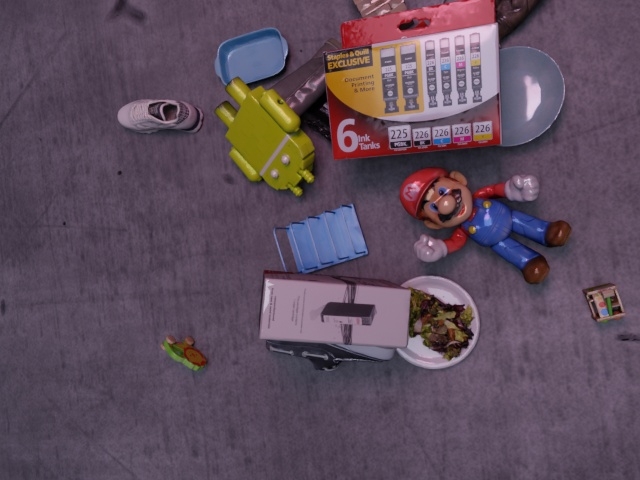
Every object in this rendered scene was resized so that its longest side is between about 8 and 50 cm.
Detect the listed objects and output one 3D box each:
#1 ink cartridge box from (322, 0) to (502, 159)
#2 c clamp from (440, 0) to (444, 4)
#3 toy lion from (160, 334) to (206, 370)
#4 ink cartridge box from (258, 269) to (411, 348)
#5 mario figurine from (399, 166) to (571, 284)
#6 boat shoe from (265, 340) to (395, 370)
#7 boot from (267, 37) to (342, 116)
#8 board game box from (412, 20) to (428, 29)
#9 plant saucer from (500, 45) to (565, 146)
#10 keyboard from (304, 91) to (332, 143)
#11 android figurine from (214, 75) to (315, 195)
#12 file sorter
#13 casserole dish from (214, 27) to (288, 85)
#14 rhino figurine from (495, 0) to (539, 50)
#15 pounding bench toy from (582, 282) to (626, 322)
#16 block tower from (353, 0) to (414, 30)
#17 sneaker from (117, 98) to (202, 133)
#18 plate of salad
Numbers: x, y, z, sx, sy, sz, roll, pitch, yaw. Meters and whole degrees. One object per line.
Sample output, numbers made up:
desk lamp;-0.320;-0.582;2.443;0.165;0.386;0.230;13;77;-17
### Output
ink cartridge box;0.172;-0.302;0.937;0.310;0.130;0.271;-3;102;20
c clamp;0.212;-0.570;1.057;0.161;0.022;0.137;31;96;12
toy lion;-0.324;0.276;1.210;0.034;0.100;0.096;-50;58;10
ink cartridge box;0.020;0.130;0.984;0.273;0.197;0.114;6;90;-7
mario figurine;0.301;-0.037;0.960;0.321;0.170;0.198;26;64;8
boat shoe;0.014;0.235;1.095;0.301;0.108;0.102;9;95;19
boot;-0.003;-0.321;1.082;0.208;0.076;0.189;-41;64;-8
board game box;0.213;-0.328;1.036;0.147;0.045;0.193;-38;75;24
plant saucer;0.379;-0.282;0.994;0.195;0.037;0.194;0;90;29
keyboard;0.014;-0.280;1.132;0.192;0.038;0.100;39;78;15
android figurine;-0.118;-0.217;1.096;0.273;0.056;0.248;50;144;-2
file sorter;0.000;0.000;1.096;0.170;0.104;0.118;-18;86;17
casserole dish;-0.158;-0.425;1.175;0.189;0.037;0.114;-10;88;17
rhino figurine;0.374;-0.463;0.972;0.243;0.106;0.073;-52;50;12
pounding bench toy;0.535;0.121;0.936;0.052;0.083;0.065;-18;85;17
block tower;0.085;-0.579;1.066;0.097;0.091;0.335;-27;83;17
sneaker;-0.411;-0.314;1.229;0.235;0.095;0.090;3;93;19
plate of salad;0.231;0.174;1.054;0.200;0.048;0.199;0;90;18
